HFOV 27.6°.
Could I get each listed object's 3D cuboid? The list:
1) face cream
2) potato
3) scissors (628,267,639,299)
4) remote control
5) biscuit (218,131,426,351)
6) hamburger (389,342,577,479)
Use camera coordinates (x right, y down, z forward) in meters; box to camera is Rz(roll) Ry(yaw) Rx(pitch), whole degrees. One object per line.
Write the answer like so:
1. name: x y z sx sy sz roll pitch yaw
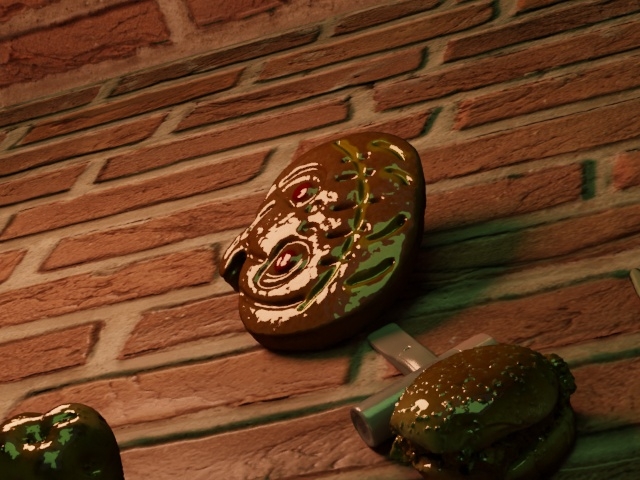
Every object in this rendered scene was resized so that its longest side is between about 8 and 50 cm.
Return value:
1. face cream: 0.133 0.185 1.618 0.198 0.057 0.084 -28 -9 -16
2. potato: -0.309 0.321 1.388 0.195 0.369 0.176 27 42 1
3. scissors: 0.434 0.106 1.575 0.138 0.041 0.289 -19 28 -1
4. remote control: 0.116 0.150 1.750 0.050 0.027 0.184 -27 24 -13
5. biscuit: -0.005 -0.006 1.972 0.350 0.070 0.394 -17 43 22
6. hamburger: 0.190 0.190 1.494 0.215 0.122 0.189 -31 24 -28
